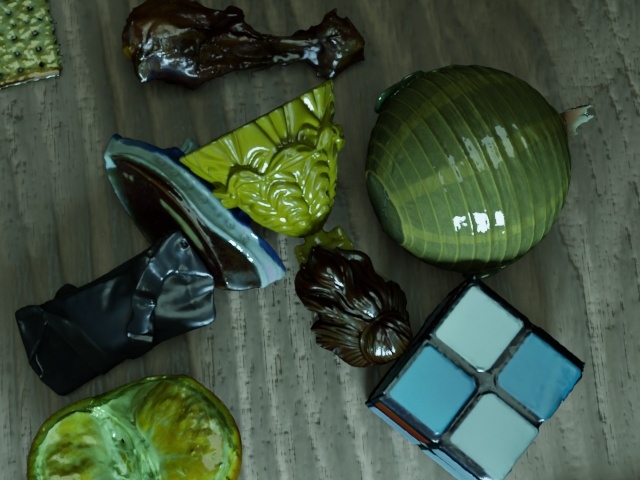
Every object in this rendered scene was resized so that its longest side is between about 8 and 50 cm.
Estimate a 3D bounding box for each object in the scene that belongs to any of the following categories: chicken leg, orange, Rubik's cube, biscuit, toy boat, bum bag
[{"bbox_3d":[-0.094,-0.241,1.447,0.304,0.093,0.113,1,98,-11],"label":"chicken leg"},{"bbox_3d":[-0.207,0.251,1.311,0.237,0.158,0.179,-25,79,-9],"label":"orange"},{"bbox_3d":[0.173,0.167,1.339,0.167,0.180,0.183,37,82,4],"label":"Rubik's cube"},{"bbox_3d":[-0.410,-0.301,1.466,0.139,0.016,0.231,-14,82,-5],"label":"biscuit"},{"bbox_3d":[-0.146,-0.041,1.398,0.262,0.114,0.115,48,46,4],"label":"toy boat"},{"bbox_3d":[-0.242,0.087,1.367,0.248,0.060,0.123,-28,87,17],"label":"bum bag"}]

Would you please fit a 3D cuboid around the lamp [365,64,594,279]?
[{"bbox_3d":[0.191,-0.097,1.351,0.284,0.250,0.250,-26,83,-10],"label":"lamp"}]

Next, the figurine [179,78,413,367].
[{"bbox_3d":[-0.002,0.000,1.324,0.187,0.168,0.315,-32,97,-37],"label":"figurine"}]
